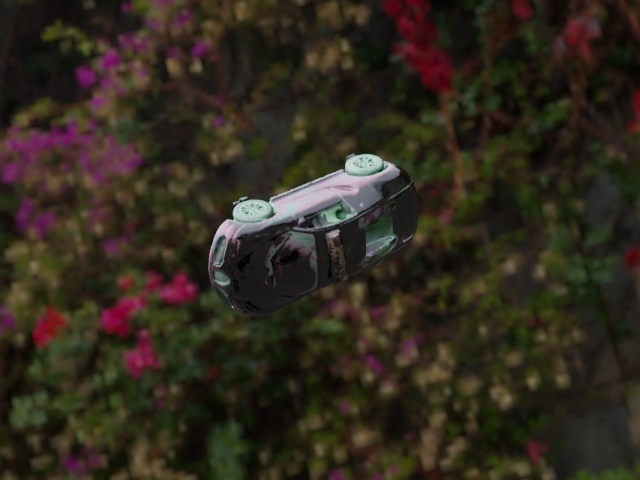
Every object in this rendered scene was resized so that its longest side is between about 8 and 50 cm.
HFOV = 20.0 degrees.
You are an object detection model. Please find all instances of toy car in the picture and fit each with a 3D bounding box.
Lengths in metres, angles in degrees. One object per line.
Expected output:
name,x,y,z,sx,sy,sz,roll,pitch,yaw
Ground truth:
toy car,0.000,0.000,1.087,0.142,0.055,0.069,-23,-53,-29
